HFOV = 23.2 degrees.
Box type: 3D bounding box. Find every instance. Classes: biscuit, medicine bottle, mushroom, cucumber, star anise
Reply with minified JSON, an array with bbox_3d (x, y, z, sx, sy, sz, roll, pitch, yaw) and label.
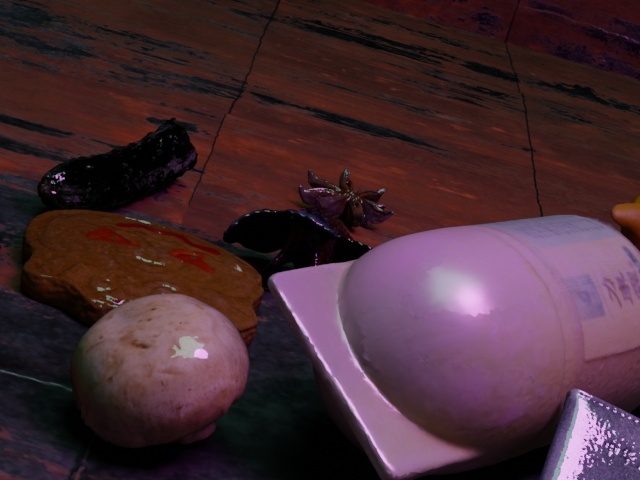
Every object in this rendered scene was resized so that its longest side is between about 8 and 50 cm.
[{"bbox_3d":[-0.196,0.034,1.714,0.273,0.049,0.257,13,21,-5],"label":"biscuit"},{"bbox_3d":[0.138,0.103,1.518,0.236,0.235,0.406,31,24,35],"label":"medicine bottle"},{"bbox_3d":[-0.147,0.124,1.418,0.166,0.127,0.166,-7,24,3],"label":"mushroom"},{"bbox_3d":[-0.249,-0.083,1.933,0.072,0.081,0.303,-22,6,31],"label":"cucumber"},{"bbox_3d":[0.032,-0.053,2.111,0.141,0.042,0.141,16,23,-7],"label":"star anise"}]

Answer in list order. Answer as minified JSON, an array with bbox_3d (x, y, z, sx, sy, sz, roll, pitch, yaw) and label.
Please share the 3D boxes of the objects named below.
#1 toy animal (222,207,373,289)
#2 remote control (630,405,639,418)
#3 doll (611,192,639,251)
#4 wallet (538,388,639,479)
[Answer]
[{"bbox_3d":[0.002,0.000,1.849,0.219,0.116,0.179,14,21,13],"label":"toy animal"},{"bbox_3d":[0.382,0.199,1.732,0.072,0.042,0.222,3,26,-32],"label":"remote control"},{"bbox_3d":[0.535,-0.023,2.257,0.166,0.162,0.270,56,27,12],"label":"doll"},{"bbox_3d":[0.302,0.245,1.404,0.222,0.036,0.167,27,58,0],"label":"wallet"}]
